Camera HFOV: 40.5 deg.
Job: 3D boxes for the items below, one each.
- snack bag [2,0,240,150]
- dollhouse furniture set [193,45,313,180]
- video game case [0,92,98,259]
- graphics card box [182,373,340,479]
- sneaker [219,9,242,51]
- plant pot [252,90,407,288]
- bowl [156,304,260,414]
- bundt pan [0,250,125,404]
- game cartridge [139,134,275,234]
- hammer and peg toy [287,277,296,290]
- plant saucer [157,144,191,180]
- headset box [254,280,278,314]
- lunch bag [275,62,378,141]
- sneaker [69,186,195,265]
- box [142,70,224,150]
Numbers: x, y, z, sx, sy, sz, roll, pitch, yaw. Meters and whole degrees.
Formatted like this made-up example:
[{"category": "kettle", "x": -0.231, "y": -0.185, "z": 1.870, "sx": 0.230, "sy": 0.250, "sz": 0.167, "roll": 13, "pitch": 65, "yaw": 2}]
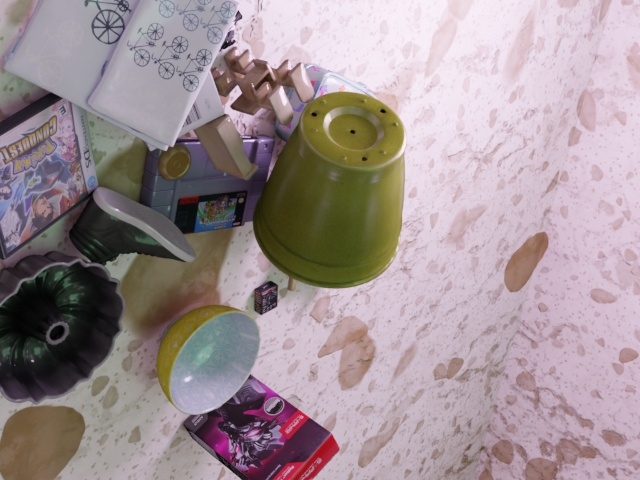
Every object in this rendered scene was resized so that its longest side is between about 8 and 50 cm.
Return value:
[{"category": "snack bag", "x": -0.365, "y": -0.383, "z": 1.616, "sx": 0.343, "sy": 0.037, "sz": 0.323, "roll": 27, "pitch": 90, "yaw": -20}, {"category": "dollhouse furniture set", "x": -0.154, "y": -0.281, "z": 1.915, "sx": 0.242, "sy": 0.212, "sz": 0.161, "roll": -50, "pitch": 140, "yaw": -22}, {"category": "video game case", "x": -0.535, "y": -0.135, "z": 1.646, "sx": 0.275, "sy": 0.035, "sz": 0.248, "roll": -48, "pitch": 149, "yaw": -45}, {"category": "graphics card box", "x": -0.162, "y": 0.524, "z": 2.321, "sx": 0.233, "sy": 0.371, "sz": 0.094, "roll": -44, "pitch": 141, "yaw": -21}, {"category": "sneaker", "x": -0.224, "y": -0.428, "z": 1.878, "sx": 0.078, "sy": 0.067, "sz": 0.188, "roll": 32, "pitch": 84, "yaw": -48}, {"category": "plant pot", "x": 0.046, "y": -0.137, "z": 1.984, "sx": 0.366, "sy": 0.366, "sz": 0.353, "roll": -35, "pitch": 157, "yaw": -31}, {"category": "bowl", "x": -0.306, "y": 0.272, "z": 2.162, "sx": 0.290, "sy": 0.156, "sz": 0.289, "roll": -29, "pitch": 132, "yaw": -37}, {"category": "bundt pan", "x": -0.575, "y": 0.166, "z": 1.794, "sx": 0.331, "sy": 0.124, "sz": 0.330, "roll": -28, "pitch": 132, "yaw": -37}, {"category": "game cartridge", "x": -0.262, "y": -0.131, "z": 2.038, "sx": 0.355, "sy": 0.068, "sz": 0.230, "roll": -11, "pitch": 116, "yaw": -47}, {"category": "hammer and peg toy", "x": 0.000, "y": 0.000, "z": 2.383, "sx": 0.361, "sy": 0.127, "sz": 0.265, "roll": 8, "pitch": 108, "yaw": -52}, {"category": "plant saucer", "x": -0.315, "y": -0.167, "z": 1.894, "sx": 0.083, "sy": 0.015, "sz": 0.083, "roll": -22, "pitch": 127, "yaw": -32}, {"category": "headset box", "x": -0.149, "y": 0.154, "z": 2.381, "sx": 0.062, "sy": 0.032, "sz": 0.083, "roll": -27, "pitch": 131, "yaw": -39}, {"category": "lunch bag", "x": 0.023, "y": -0.321, "z": 2.216, "sx": 0.279, "sy": 0.108, "sz": 0.224, "roll": 17, "pitch": 98, "yaw": -54}, {"category": "sneaker", "x": -0.412, "y": 0.003, "z": 1.874, "sx": 0.147, "sy": 0.104, "sz": 0.296, "roll": -43, "pitch": 136, "yaw": 15}, {"category": "box", "x": -0.316, "y": -0.313, "z": 1.761, "sx": 0.181, "sy": 0.119, "sz": 0.181, "roll": -29, "pitch": 135, "yaw": -13}]
